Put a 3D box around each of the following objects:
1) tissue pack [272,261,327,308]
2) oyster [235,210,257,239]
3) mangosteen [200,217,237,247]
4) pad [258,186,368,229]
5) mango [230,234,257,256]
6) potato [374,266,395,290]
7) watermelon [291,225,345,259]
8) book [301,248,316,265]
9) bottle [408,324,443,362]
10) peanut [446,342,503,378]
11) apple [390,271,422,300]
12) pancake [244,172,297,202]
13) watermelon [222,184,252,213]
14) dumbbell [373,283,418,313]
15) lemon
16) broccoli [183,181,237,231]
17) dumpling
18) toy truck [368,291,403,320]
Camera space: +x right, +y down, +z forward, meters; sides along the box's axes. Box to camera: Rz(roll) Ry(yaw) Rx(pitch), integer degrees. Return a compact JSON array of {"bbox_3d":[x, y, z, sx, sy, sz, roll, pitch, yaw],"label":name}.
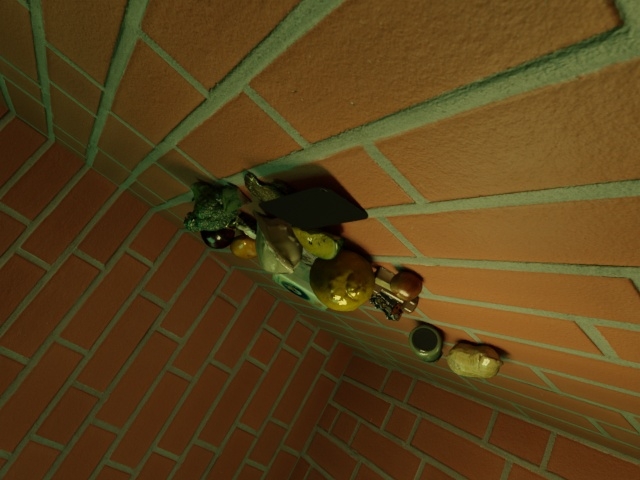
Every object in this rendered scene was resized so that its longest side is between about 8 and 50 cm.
[{"bbox_3d":[-0.088,0.246,2.381,0.388,0.162,0.287,31,161,3],"label":"tissue pack"},{"bbox_3d":[-0.343,-0.050,2.131,0.214,0.083,0.223,31,165,10],"label":"oyster"},{"bbox_3d":[-0.563,-0.060,2.296,0.216,0.216,0.216,28,162,10],"label":"mangosteen"},{"bbox_3d":[-0.004,-0.117,1.473,0.376,0.063,0.315,-7,152,46],"label":"pad"},{"bbox_3d":[-0.449,0.034,2.415,0.188,0.137,0.257,12,167,11],"label":"mango"},{"bbox_3d":[0.289,0.170,1.750,0.122,0.061,0.086,30,160,1],"label":"potato"},{"bbox_3d":[0.000,0.000,1.653,0.129,0.123,0.301,40,166,-36],"label":"watermelon"},{"bbox_3d":[-0.102,0.071,2.159,0.231,0.026,0.158,42,159,-28],"label":"book"},{"bbox_3d":[0.574,0.569,2.195,0.169,0.168,0.347,22,164,26],"label":"bottle"},{"bbox_3d":[0.744,0.577,1.967,0.340,0.158,0.174,-15,102,60],"label":"peanut"},{"bbox_3d":[0.344,0.183,1.628,0.126,0.102,0.126,29,163,10],"label":"apple"},{"bbox_3d":[-0.176,-0.179,1.616,0.286,0.033,0.288,37,161,-13],"label":"pancake"},{"bbox_3d":[-0.369,-0.164,1.841,0.098,0.121,0.158,-4,151,24],"label":"watermelon"},{"bbox_3d":[0.329,0.244,1.843,0.231,0.092,0.082,30,-169,5],"label":"dumbbell"},{"bbox_3d":[0.090,0.165,1.742,0.286,0.285,0.316,29,-177,5],"label":"lemon"},{"bbox_3d":[-0.548,-0.162,1.970,0.269,0.269,0.254,28,152,9],"label":"broccoli"},{"bbox_3d":[-0.216,0.004,1.817,0.315,0.233,0.395,52,-173,-24],"label":"dumpling"},{"bbox_3d":[0.328,0.317,2.033,0.192,0.092,0.083,43,159,-10],"label":"toy truck"}]
